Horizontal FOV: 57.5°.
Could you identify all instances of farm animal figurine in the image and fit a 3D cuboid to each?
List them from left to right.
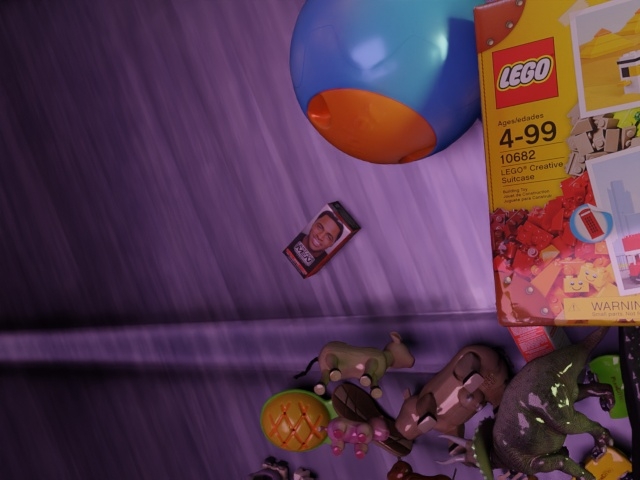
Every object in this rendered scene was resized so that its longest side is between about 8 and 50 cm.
[{"bbox_3d":[0.173,0.267,0.972,0.327,0.172,0.330,-29,100,13],"label":"farm animal figurine"}]

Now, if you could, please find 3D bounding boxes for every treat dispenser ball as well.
[{"bbox_3d":[0.101,-0.252,0.823,0.288,0.288,0.288,7,105,29],"label":"treat dispenser ball"}]

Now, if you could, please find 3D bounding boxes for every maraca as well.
[{"bbox_3d":[-0.027,0.356,1.152,0.186,0.099,0.127,0,98,5],"label":"maraca"}]

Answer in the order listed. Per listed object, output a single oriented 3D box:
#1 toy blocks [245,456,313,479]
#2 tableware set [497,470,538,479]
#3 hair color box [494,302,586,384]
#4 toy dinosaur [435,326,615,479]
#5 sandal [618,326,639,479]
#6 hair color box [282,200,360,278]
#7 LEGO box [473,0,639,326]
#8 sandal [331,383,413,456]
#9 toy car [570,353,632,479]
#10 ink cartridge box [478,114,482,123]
[{"bbox_3d":[-0.065,0.659,1.143,0.288,0.260,0.309,7,104,29],"label":"toy blocks"},{"bbox_3d":[0.329,0.459,1.009,0.104,0.024,0.154,41,117,13],"label":"tableware set"},{"bbox_3d":[0.337,0.150,0.891,0.053,0.093,0.167,-29,85,31],"label":"hair color box"},{"bbox_3d":[0.303,0.238,0.793,0.160,0.121,0.313,24,111,-6],"label":"toy dinosaur"},{"bbox_3d":[0.471,0.206,0.781,0.167,0.107,0.445,6,85,5],"label":"sandal"},{"bbox_3d":[0.000,0.000,1.083,0.072,0.043,0.141,50,119,12],"label":"hair color box"},{"bbox_3d":[0.442,-0.104,0.599,0.500,0.193,0.372,-6,84,31],"label":"LEGO box"},{"bbox_3d":[0.091,0.346,1.102,0.180,0.072,0.049,36,138,14],"label":"sandal"},{"bbox_3d":[0.467,0.268,0.867,0.239,0.053,0.225,-23,89,31],"label":"toy car"},{"bbox_3d":[0.392,-0.238,0.793,0.371,0.069,0.176,-41,80,33],"label":"ink cartridge box"}]
